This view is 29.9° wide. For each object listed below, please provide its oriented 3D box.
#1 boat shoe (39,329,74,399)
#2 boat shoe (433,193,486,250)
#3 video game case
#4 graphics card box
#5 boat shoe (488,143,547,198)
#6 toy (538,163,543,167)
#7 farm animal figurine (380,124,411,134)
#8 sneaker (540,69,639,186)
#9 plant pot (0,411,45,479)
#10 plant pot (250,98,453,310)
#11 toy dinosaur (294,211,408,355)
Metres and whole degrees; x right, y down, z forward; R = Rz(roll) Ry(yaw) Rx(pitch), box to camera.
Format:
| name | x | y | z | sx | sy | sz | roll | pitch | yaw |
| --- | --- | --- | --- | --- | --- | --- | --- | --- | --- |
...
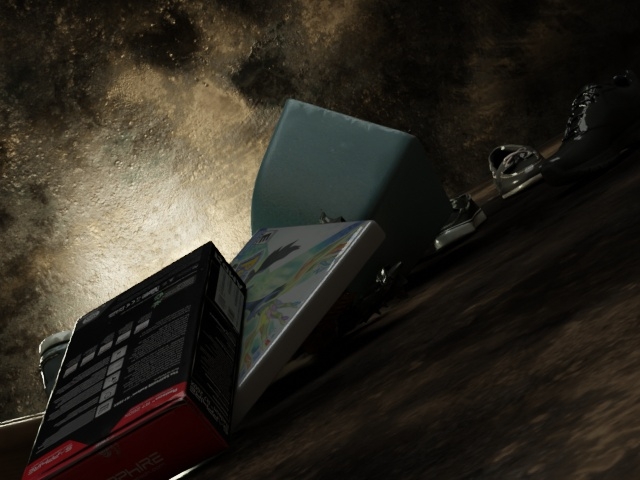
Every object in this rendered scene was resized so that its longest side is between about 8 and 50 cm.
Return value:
| name | x | y | z | sx | sy | sz | roll | pitch | yaw |
| --- | --- | --- | --- | --- | --- | --- | --- | --- | --- |
| boat shoe | -0.242 | 0.178 | 1.721 | 0.319 | 0.099 | 0.116 | -6 | -40 | -5 |
| boat shoe | 0.240 | -0.037 | 2.169 | 0.077 | 0.070 | 0.219 | -30 | 1 | 21 |
| video game case | -0.098 | 0.103 | 1.566 | 0.329 | 0.036 | 0.300 | -50 | 23 | -23 |
| graphics card box | -0.215 | 0.165 | 1.450 | 0.232 | 0.094 | 0.371 | -31 | 24 | 14 |
| boat shoe | 0.402 | -0.154 | 2.503 | 0.112 | 0.095 | 0.335 | -30 | 1 | 2 |
| toy | 0.526 | -0.197 | 2.220 | 0.237 | 0.056 | 0.137 | -36 | 7 | -26 |
| farm animal figurine | 0.103 | -0.036 | 2.376 | 0.326 | 0.172 | 0.330 | -32 | -36 | 7 |
| sneaker | 0.437 | -0.180 | 1.922 | 0.286 | 0.130 | 0.109 | -33 | 4 | -36 |
| plant pot | -0.371 | 0.293 | 1.675 | 0.237 | 0.110 | 0.237 | -12 | -4 | -1 |
| plant pot | 0.027 | -0.035 | 1.917 | 0.252 | 0.247 | 0.247 | -61 | -30 | -16 |
| toy dinosaur | 0.007 | 0.096 | 1.678 | 0.218 | 0.164 | 0.322 | -46 | 24 | -15 |
